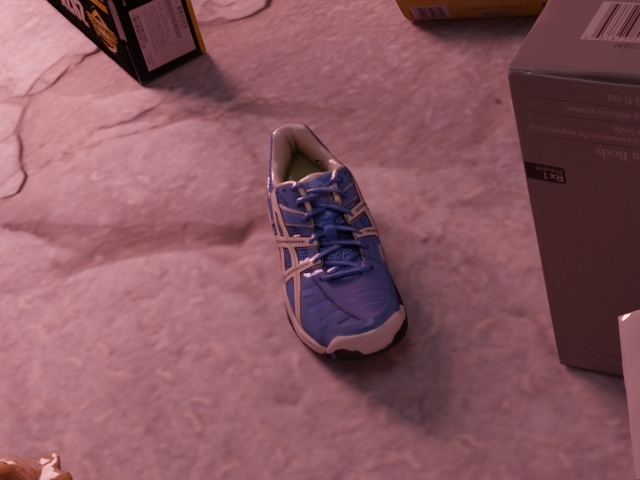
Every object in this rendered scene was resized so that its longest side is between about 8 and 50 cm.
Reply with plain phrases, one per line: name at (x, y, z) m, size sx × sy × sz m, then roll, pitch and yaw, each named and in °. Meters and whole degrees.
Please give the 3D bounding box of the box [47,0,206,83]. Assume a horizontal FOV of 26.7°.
box at (-0.242, -0.323, 1.244) m, size 0.079 × 0.257 × 0.322 m, roll -32°, pitch 42°, yaw -16°

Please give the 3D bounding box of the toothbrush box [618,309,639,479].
toothbrush box at (0.252, 0.150, 0.524) m, size 0.216 × 0.126 × 0.296 m, roll -21°, pitch 53°, yaw 35°

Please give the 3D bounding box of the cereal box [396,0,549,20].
cereal box at (0.164, -0.309, 1.175) m, size 0.173 × 0.047 × 0.240 m, roll 1°, pitch 72°, yaw 21°

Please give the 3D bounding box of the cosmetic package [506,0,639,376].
cosmetic package at (0.196, -0.027, 0.785) m, size 0.127 × 0.238 × 0.107 m, roll 8°, pitch 44°, yaw 30°

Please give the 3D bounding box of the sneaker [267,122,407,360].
sneaker at (0.000, 0.000, 0.938) m, size 0.080 × 0.081 × 0.211 m, roll -20°, pitch 42°, yaw -6°

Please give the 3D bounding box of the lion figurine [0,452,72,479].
lion figurine at (-0.239, 0.292, 0.679) m, size 0.240 × 0.142 × 0.392 m, roll -6°, pitch 56°, yaw 1°
